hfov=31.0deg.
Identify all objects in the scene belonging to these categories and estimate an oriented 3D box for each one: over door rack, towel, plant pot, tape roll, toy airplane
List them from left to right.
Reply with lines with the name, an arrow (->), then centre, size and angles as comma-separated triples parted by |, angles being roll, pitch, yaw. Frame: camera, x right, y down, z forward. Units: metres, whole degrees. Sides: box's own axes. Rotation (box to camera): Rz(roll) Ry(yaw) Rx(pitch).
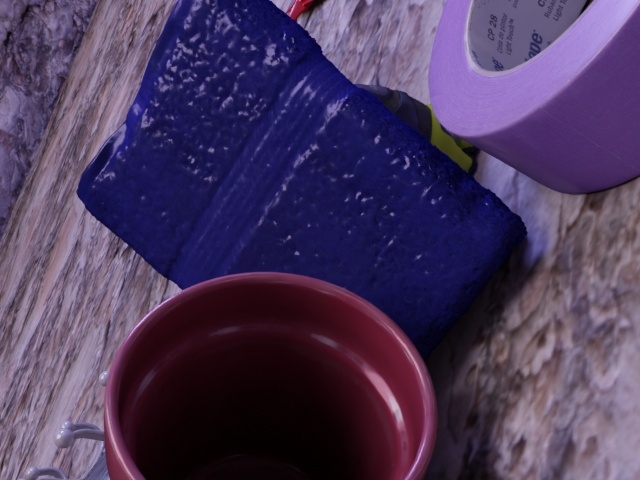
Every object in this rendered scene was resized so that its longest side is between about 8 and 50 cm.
over door rack -> -0.303, 0.328, 1.294 | 0.239, 0.108, 0.324 | -49, 25, 35
plant pot -> -0.039, 0.152, 0.751 | 0.180, 0.201, 0.201 | 101, 176, -47
towel -> -0.021, -0.026, 0.849 | 0.227, 0.308, 0.076 | -55, -18, 26
toy airplane -> -0.026, -0.298, 1.487 | 0.151, 0.028, 0.151 | -47, 27, 33
tape roll -> 0.187, -0.172, 0.758 | 0.275, 0.090, 0.274 | -48, 26, 33

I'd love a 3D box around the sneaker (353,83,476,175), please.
sneaker -> 0.000, 0.000, 0.945 | 0.300, 0.121, 0.111 | -59, 20, 11

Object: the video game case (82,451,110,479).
video game case -> -0.159, 0.203, 1.023 | 0.244, 0.061, 0.269 | -51, 4, 17
